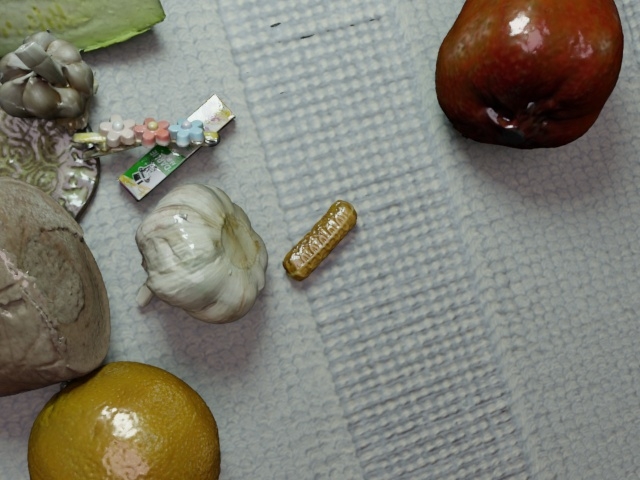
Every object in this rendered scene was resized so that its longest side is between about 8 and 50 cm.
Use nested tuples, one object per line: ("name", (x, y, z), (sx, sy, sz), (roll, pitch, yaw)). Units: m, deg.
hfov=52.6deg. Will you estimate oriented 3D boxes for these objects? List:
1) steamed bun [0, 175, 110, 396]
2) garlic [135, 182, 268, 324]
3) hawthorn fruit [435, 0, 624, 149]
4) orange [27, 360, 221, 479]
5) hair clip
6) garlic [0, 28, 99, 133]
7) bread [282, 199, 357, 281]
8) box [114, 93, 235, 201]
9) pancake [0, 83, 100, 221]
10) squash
("steamed bun", (-0.435, 0.054, 0.888), (0.252, 0.199, 0.301), (-14, 115, 18))
("garlic", (-0.204, 0.034, 0.966), (0.212, 0.218, 0.218), (-25, 95, 24))
("hawthorn fruit", (0.328, -0.291, 1.005), (0.295, 0.295, 0.311), (28, 88, -10))
("orange", (-0.274, 0.296, 0.910), (0.264, 0.264, 0.264), (0, 90, -11))
("hair clip", (-0.260, -0.159, 0.969), (0.214, 0.056, 0.062), (-8, 49, -4))
("garlic", (-0.386, -0.224, 0.887), (0.127, 0.194, 0.131), (28, 88, -5))
("bread", (0.000, 0.000, 1.058), (0.052, 0.044, 0.157), (43, 82, -5))
("box", (-0.225, -0.145, 1.017), (0.207, 0.041, 0.050), (-43, 96, -9))
("pancake", (-0.481, -0.126, 0.974), (0.288, 0.033, 0.286), (7, 90, -10))
("squash", (-0.417, -0.356, 0.888), (0.309, 0.233, 0.210), (-35, 64, -14))
